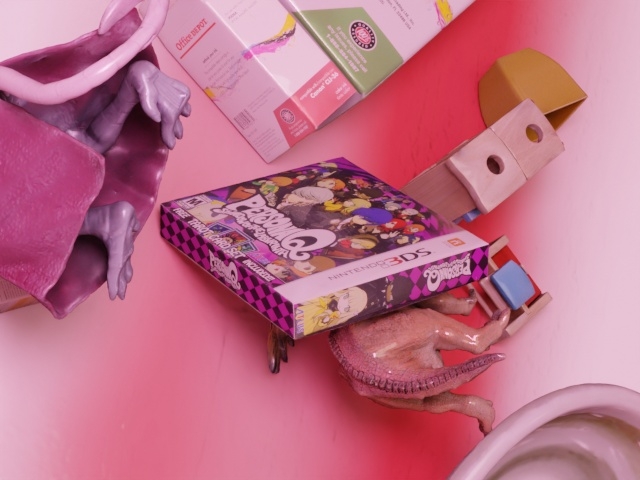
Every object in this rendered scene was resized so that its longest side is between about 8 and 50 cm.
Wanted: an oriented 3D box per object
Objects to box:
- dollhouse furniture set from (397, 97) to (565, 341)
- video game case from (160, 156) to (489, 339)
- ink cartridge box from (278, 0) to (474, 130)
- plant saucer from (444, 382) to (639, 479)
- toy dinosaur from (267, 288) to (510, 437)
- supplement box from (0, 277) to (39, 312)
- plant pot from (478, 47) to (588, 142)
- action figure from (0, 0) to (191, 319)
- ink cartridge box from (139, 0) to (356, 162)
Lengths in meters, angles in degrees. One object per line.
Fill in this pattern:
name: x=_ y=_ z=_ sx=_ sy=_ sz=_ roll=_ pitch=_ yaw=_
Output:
dollhouse furniture set: x=0.191 y=-0.019 z=1.555 sx=0.129 sy=0.129 sz=0.183 roll=-37 pitch=92 yaw=-31
video game case: x=0.000 y=0.000 z=1.410 sx=0.210 sy=0.232 sz=0.041 roll=-15 pitch=121 yaw=-30
ink cartridge box: x=0.042 y=-0.277 z=1.566 sx=0.201 sy=0.117 sz=0.278 roll=50 pitch=60 yaw=-5
plant saucer: x=0.186 y=0.312 z=1.414 sx=0.400 sy=0.100 sz=0.400 roll=-13 pitch=111 yaw=-37
toy dinosaur: x=0.048 y=0.092 z=1.399 sx=0.200 sy=0.296 sz=0.127 roll=11 pitch=101 yaw=-22
supplement box: x=-0.265 y=0.038 z=1.342 sx=0.098 sy=0.062 sz=0.036 roll=-15 pitch=83 yaw=-31
plant pot: x=0.214 y=-0.154 z=1.642 sx=0.081 sy=0.081 sz=0.083 roll=-22 pitch=73 yaw=-31
action figure: x=-0.308 y=-0.086 z=1.237 sx=0.370 sy=0.275 sz=0.248 roll=19 pitch=52 yaw=14
ink cartridge box: x=-0.073 y=-0.181 z=1.478 sx=0.198 sy=0.115 sz=0.067 roll=49 pitch=60 yaw=-7
